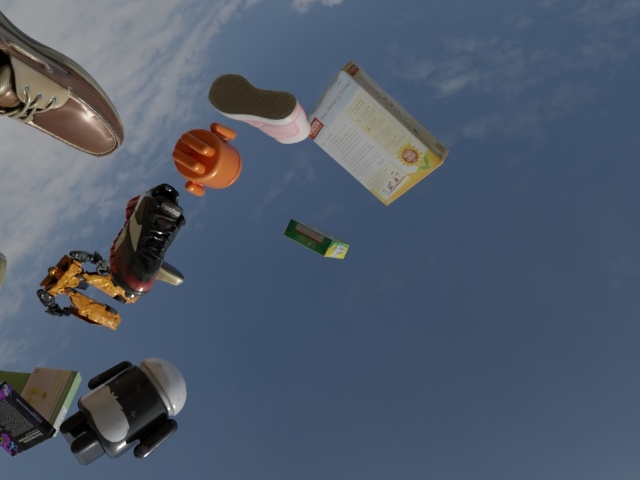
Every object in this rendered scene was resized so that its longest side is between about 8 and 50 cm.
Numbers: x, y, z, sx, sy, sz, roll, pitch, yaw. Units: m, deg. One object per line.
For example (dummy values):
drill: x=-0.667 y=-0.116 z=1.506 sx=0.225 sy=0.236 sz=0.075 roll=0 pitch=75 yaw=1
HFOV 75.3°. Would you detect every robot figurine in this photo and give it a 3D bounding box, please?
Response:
robot figurine: x=-0.470 y=0.412 z=1.019 sx=0.278 sy=0.209 sz=0.174 roll=-31 pitch=-174 yaw=-36
robot figurine: x=-0.269 y=-0.197 z=1.011 sx=0.128 sy=0.219 sz=0.158 roll=-8 pitch=-92 yaw=9
robot figurine: x=-0.699 y=0.152 z=1.254 sx=0.085 sy=0.291 sz=0.211 roll=19 pitch=-112 yaw=36

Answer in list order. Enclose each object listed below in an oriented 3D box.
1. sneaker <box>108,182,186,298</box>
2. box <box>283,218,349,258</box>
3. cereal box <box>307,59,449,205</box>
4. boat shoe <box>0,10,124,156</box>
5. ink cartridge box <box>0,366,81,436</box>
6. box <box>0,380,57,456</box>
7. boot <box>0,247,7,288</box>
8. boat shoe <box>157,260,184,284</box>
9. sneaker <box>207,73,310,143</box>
sneaker: x=-0.347 y=-0.015 z=0.848 sx=0.135 sy=0.098 sz=0.276 roll=-31 pitch=-137 yaw=24
box: x=0.000 y=0.000 z=0.923 sx=0.105 sy=0.179 sz=0.043 roll=28 pitch=-87 yaw=16
cereal box: x=0.095 y=-0.192 z=0.785 sx=0.047 sy=0.240 sz=0.173 roll=-54 pitch=-171 yaw=-35
boat shoe: x=-0.401 y=-0.205 z=0.531 sx=0.123 sy=0.324 sz=0.116 roll=-30 pitch=-127 yaw=14
ink cartridge box: x=-0.823 y=0.440 z=1.151 sx=0.235 sy=0.056 sz=0.171 roll=9 pitch=-133 yaw=-6
box: x=-0.677 y=0.391 z=0.902 sx=0.116 sy=0.162 sz=0.029 roll=-27 pitch=-163 yaw=11
boot: x=-0.658 y=-0.019 z=0.738 sx=0.095 sy=0.203 sz=0.261 roll=-18 pitch=-104 yaw=-16
boat shoe: x=-0.457 y=0.076 z=1.092 sx=0.072 sy=0.190 sz=0.068 roll=-57 pitch=-160 yaw=-3
sneaker: x=-0.070 y=-0.151 z=0.493 sx=0.134 sy=0.070 sz=0.051 roll=24 pitch=-94 yaw=27
